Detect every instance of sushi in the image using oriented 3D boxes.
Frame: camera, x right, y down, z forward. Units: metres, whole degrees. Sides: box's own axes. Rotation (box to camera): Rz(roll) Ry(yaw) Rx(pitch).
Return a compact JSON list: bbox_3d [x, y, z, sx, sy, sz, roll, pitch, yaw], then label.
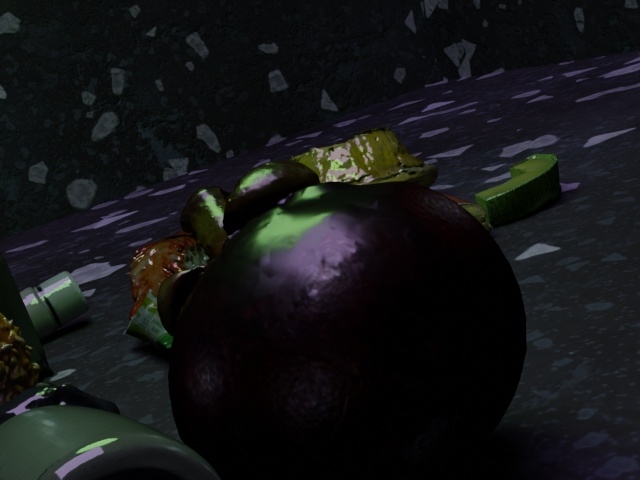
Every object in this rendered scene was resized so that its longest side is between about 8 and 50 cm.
[{"bbox_3d":[-0.206,0.049,1.641,0.124,0.129,0.332,-18,6,20],"label":"sushi"}]

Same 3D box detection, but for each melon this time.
[{"bbox_3d":[0.321,-0.080,1.636,0.210,0.064,0.118,-28,17,-34],"label":"melon"}]

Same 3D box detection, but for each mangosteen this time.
[{"bbox_3d":[0.016,0.072,0.812,0.297,0.293,0.297,-18,2,1],"label":"mangosteen"}]

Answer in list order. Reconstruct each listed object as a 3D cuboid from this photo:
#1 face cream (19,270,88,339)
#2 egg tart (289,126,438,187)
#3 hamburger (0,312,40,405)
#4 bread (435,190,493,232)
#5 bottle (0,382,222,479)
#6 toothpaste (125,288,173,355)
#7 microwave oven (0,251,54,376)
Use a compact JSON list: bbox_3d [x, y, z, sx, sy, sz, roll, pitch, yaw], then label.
[{"bbox_3d":[-0.540,0.156,1.694,0.314,0.089,0.143,-29,16,-17],"label":"face cream"},{"bbox_3d":[0.046,-0.116,1.874,0.346,0.132,0.345,-18,-1,0],"label":"egg tart"},{"bbox_3d":[-0.445,0.165,1.067,0.291,0.290,0.225,-26,10,-36],"label":"hamburger"},{"bbox_3d":[0.178,-0.033,1.593,0.119,0.067,0.192,-11,12,-10],"label":"bread"},{"bbox_3d":[-0.200,0.206,0.803,0.169,0.168,0.347,-23,12,-26],"label":"bottle"},{"bbox_3d":[-0.206,0.123,1.401,0.248,0.047,0.078,16,77,57],"label":"toothpaste"},{"bbox_3d":[-0.508,0.123,1.413,0.178,0.247,0.188,-20,11,0],"label":"microwave oven"}]
